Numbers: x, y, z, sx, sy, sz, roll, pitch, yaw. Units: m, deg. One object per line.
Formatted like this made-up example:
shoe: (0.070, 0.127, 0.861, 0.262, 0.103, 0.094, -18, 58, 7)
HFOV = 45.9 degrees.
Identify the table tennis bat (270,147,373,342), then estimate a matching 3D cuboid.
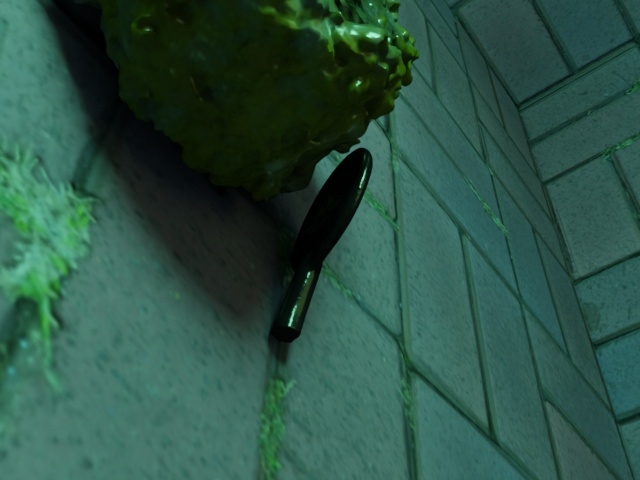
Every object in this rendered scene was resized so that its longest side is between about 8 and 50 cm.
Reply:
table tennis bat: (0.000, 0.000, 0.797, 0.027, 0.150, 0.236, 29, 57, -13)

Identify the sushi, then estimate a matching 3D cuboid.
sushi: (-0.059, -0.234, 0.788, 0.351, 0.240, 0.396, 57, 22, -7)
